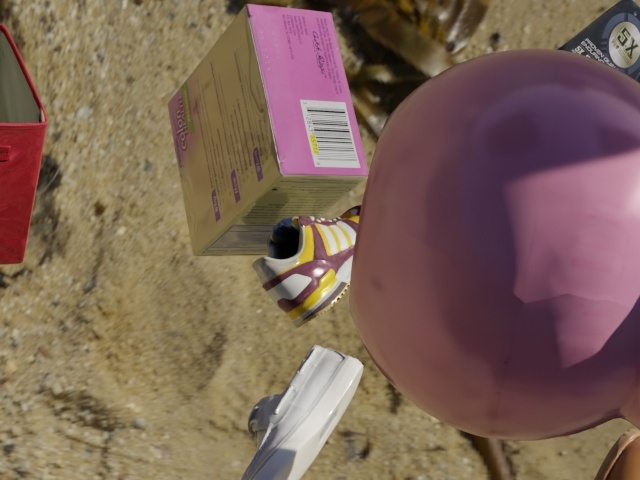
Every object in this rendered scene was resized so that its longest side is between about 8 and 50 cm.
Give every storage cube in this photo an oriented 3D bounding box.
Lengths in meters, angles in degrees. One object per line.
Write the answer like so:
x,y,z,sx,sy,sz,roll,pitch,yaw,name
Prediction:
-0.409,-0.100,1.250,0.183,0.193,0.215,-5,42,-30,storage cube

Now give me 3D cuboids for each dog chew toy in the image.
0.187,0.018,0.617,0.332,0.206,0.207,11,76,9,dog chew toy

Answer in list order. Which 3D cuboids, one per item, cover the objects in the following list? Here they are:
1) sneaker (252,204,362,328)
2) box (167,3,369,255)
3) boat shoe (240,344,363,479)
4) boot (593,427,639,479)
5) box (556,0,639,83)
0.000,0.000,1.120,0.084,0.069,0.185,50,34,-11,sneaker
-0.070,-0.122,1.414,0.117,0.243,0.213,0,68,-32,box
-0.028,0.157,1.037,0.063,0.066,0.184,26,52,16,boat shoe
0.373,0.349,1.211,0.109,0.220,0.283,18,82,-50,boot
0.222,-0.066,0.887,0.077,0.180,0.147,-37,78,-20,box
